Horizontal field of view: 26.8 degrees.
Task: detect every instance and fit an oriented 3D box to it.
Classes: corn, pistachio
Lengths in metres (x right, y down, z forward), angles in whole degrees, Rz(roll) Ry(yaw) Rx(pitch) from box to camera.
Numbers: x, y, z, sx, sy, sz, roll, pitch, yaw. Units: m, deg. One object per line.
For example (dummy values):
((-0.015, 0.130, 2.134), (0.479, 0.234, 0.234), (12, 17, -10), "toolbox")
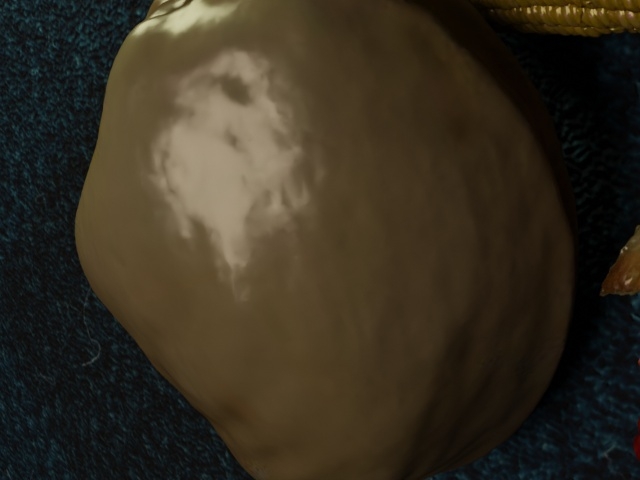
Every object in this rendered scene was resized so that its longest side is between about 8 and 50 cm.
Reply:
((0.140, -0.180, 0.858), (0.292, 0.101, 0.101), (17, 117, 53), "corn")
((0.000, 0.000, 0.949), (0.365, 0.281, 0.445), (3, 126, 19), "pistachio")

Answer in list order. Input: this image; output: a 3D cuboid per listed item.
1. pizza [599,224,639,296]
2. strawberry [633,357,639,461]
((0.267, 0.013, 0.813), (0.181, 0.034, 0.262), (55, 138, 23), "pizza")
((0.266, 0.110, 0.605), (0.292, 0.310, 0.291), (23, 126, 37), "strawberry")
